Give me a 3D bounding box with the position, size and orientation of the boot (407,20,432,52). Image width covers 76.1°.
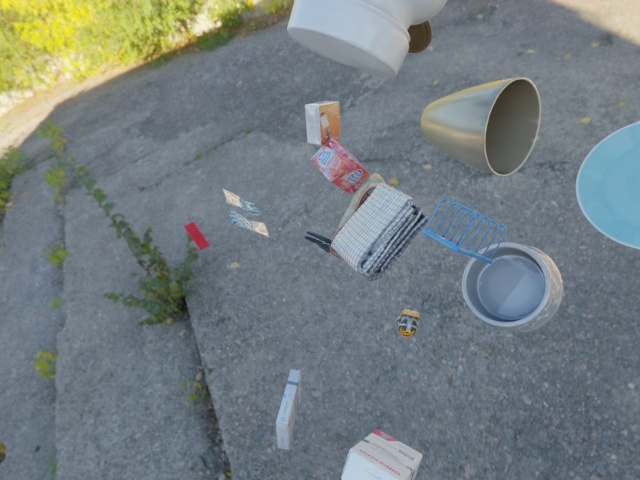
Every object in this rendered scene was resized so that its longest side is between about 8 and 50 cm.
[{"bbox_3d":[0.174,-0.639,1.088,0.109,0.283,0.220,-46,31,38],"label":"boot"}]

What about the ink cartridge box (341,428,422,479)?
[{"bbox_3d":[0.193,0.694,1.257,0.172,0.237,0.100,19,90,28],"label":"ink cartridge box"}]

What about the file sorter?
[{"bbox_3d":[0.371,-0.025,1.043,0.118,0.170,0.104,38,107,48],"label":"file sorter"}]

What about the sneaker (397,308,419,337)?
[{"bbox_3d":[0.330,0.333,1.567,0.084,0.215,0.083,9,64,15],"label":"sneaker"}]

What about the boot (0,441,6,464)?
[{"bbox_3d":[-0.644,0.276,0.678,0.236,0.089,0.269,-24,58,-4],"label":"boot"}]

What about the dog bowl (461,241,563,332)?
[{"bbox_3d":[0.688,0.166,1.508,0.349,0.102,0.348,-14,68,38],"label":"dog bowl"}]

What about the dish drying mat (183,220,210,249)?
[{"bbox_3d":[-0.346,-0.014,1.145,0.032,0.083,0.008,-31,24,-4],"label":"dish drying mat"}]

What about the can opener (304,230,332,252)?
[{"bbox_3d":[0.000,0.000,1.830,0.186,0.073,0.059,32,89,38],"label":"can opener"}]

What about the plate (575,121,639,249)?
[{"bbox_3d":[0.444,-0.072,0.533,0.188,0.024,0.188,-13,65,30],"label":"plate"}]

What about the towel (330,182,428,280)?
[{"bbox_3d":[0.184,-0.031,1.302,0.283,0.121,0.235,-52,25,5],"label":"towel"}]

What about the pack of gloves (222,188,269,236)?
[{"bbox_3d":[-0.347,-0.111,1.843,0.046,0.232,0.195,-36,59,20],"label":"pack of gloves"}]

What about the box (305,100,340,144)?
[{"bbox_3d":[0.012,-0.528,1.833,0.130,0.170,0.091,-27,34,-37],"label":"box"}]

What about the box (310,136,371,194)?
[{"bbox_3d":[0.104,-0.342,1.926,0.142,0.300,0.154,-44,67,14],"label":"box"}]

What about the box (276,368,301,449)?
[{"bbox_3d":[-0.095,0.521,1.268,0.038,0.145,0.186,6,37,6],"label":"box"}]

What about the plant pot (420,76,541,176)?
[{"bbox_3d":[0.436,-0.337,1.189,0.256,0.256,0.274,-42,38,-16],"label":"plant pot"}]

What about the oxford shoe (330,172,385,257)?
[{"bbox_3d":[0.158,-0.089,1.640,0.140,0.397,0.146,23,37,-14],"label":"oxford shoe"}]

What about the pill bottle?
[{"bbox_3d":[0.103,-0.454,0.548,0.229,0.229,0.407,34,109,42],"label":"pill bottle"}]
